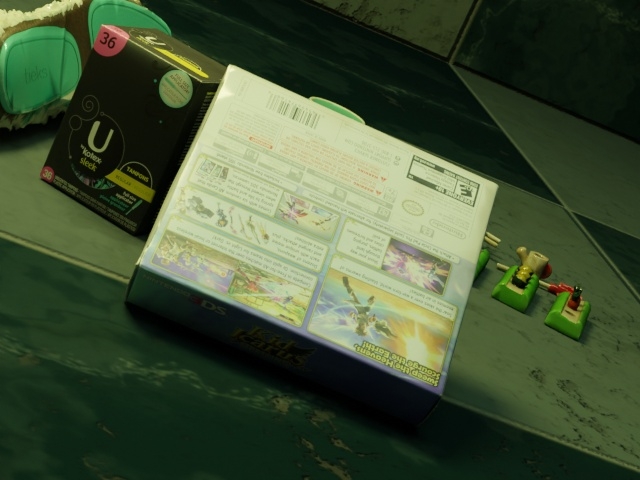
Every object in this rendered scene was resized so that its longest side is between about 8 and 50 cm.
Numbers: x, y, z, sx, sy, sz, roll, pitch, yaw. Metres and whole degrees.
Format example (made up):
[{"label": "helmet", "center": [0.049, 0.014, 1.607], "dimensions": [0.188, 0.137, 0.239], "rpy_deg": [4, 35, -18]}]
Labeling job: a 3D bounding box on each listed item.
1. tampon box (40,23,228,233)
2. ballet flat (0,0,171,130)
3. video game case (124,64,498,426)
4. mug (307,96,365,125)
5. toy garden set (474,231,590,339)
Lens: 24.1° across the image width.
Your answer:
[{"label": "tampon box", "center": [-0.165, -0.106, 1.414], "dimensions": [0.120, 0.161, 0.101], "rpy_deg": [30, 17, 18]}, {"label": "ballet flat", "center": [-0.294, -0.197, 1.590], "dimensions": [0.147, 0.147, 0.409], "rpy_deg": [29, 16, 14]}, {"label": "video game case", "center": [0.000, 0.000, 1.285], "dimensions": [0.269, 0.061, 0.244], "rpy_deg": [24, 50, -4]}, {"label": "mug", "center": [0.006, -0.115, 1.817], "dimensions": [0.129, 0.097, 0.157], "rpy_deg": [29, 17, 15]}, {"label": "toy garden set", "center": [0.219, 0.019, 1.796], "dimensions": [0.244, 0.049, 0.204], "rpy_deg": [28, 16, 9]}]
